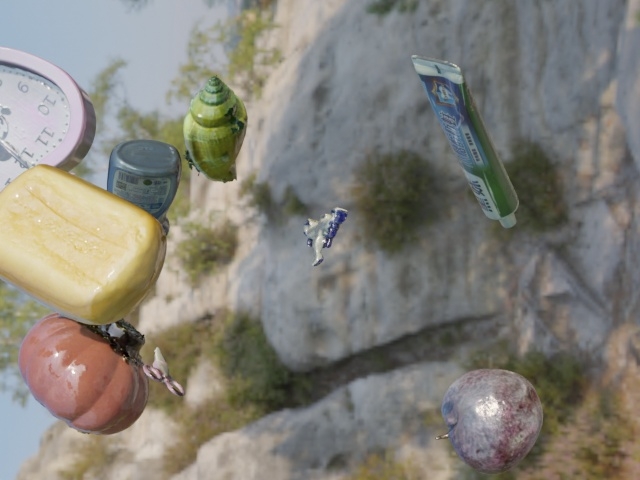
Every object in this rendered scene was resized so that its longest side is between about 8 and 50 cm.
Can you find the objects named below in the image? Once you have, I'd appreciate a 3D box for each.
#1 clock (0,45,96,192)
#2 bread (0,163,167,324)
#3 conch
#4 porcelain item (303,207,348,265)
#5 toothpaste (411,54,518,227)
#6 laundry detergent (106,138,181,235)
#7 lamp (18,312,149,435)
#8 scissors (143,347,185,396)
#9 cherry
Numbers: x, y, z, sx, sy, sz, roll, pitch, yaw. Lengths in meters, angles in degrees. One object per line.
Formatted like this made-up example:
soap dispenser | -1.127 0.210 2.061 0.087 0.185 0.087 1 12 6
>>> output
clock | -0.566 -0.180 1.776 0.102 0.338 0.339 39 -128 -86
bread | -0.269 0.009 1.093 0.147 0.217 0.098 -54 -24 -15
conch | -0.156 -0.167 1.472 0.079 0.095 0.201 -114 28 -47
porcelain item | 0.000 0.000 1.381 0.136 0.021 0.075 161 124 -69
toothpaste | 0.247 -0.146 1.595 0.098 0.061 0.392 24 158 43
laundry detergent | -0.249 -0.050 1.368 0.206 0.096 0.061 114 152 -50
lamp | -0.489 0.267 2.122 0.239 0.305 0.305 -50 4 -3
scissors | -0.276 0.220 1.721 0.022 0.085 0.176 -54 20 2
cherry | 0.317 0.328 1.827 0.195 0.195 0.195 -178 90 -85
